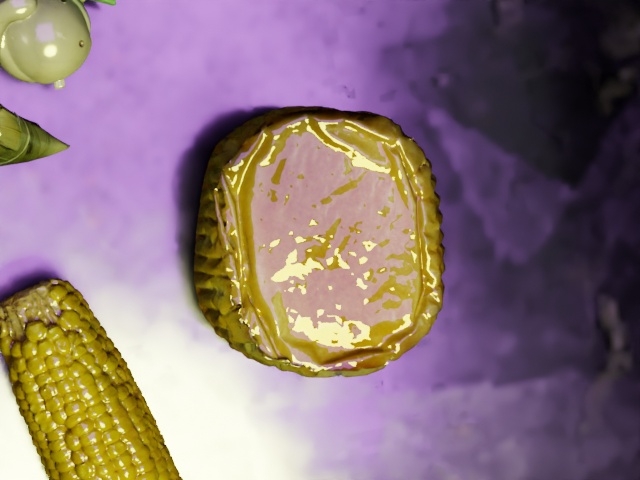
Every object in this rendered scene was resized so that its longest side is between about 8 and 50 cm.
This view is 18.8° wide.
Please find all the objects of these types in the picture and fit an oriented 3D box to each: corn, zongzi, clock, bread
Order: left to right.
[{"bbox_3d":[-0.296,-0.196,1.722,0.231,0.103,0.144,-12,98,-11],"label":"clock"},{"bbox_3d":[-0.301,-0.087,1.767,0.104,0.113,0.052,-9,79,25],"label":"zongzi"},{"bbox_3d":[-0.199,0.187,1.768,0.119,0.119,0.322,-23,96,-12],"label":"corn"},{"bbox_3d":[0.000,0.000,1.793,0.227,0.142,0.253,-3,98,-15],"label":"bread"}]
